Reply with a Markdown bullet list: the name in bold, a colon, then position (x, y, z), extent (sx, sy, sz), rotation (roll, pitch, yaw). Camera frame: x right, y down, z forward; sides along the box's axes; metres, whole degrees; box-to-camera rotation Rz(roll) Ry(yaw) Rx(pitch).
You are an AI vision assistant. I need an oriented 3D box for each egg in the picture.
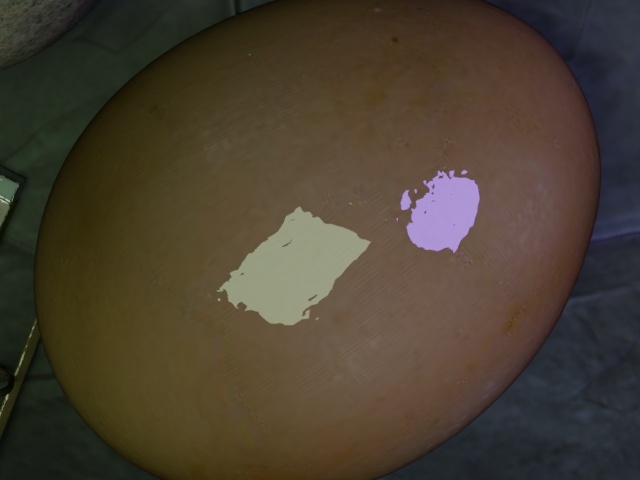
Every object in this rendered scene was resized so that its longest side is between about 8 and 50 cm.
- **egg**: position (0.000, 0.000, 0.965), extent (0.374, 0.301, 0.301), rotation (-26, 98, 8)

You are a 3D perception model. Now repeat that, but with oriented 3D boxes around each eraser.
- **eraser**: position (-0.254, -0.017, 1.148), extent (0.038, 0.019, 0.083), rotation (29, 106, 3)

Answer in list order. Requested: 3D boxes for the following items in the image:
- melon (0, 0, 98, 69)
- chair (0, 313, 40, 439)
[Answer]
- **melon**: position (-0.213, -0.263, 0.965), extent (0.248, 0.248, 0.329), rotation (25, 111, 3)
- **chair**: position (-0.284, 0.136, 1.157), extent (0.095, 0.104, 0.222), rotation (19, 102, 31)
